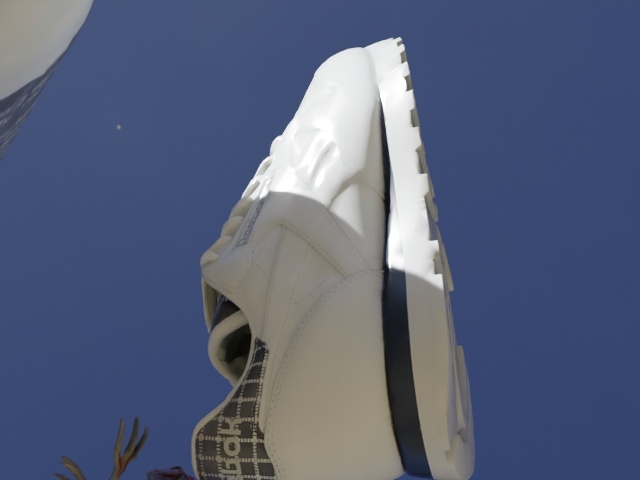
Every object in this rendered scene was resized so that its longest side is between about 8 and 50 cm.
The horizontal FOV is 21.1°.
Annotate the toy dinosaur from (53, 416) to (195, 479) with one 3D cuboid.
[{"bbox_3d":[-0.082,0.106,0.614,0.082,0.047,0.090,5,-92,-25],"label":"toy dinosaur"}]

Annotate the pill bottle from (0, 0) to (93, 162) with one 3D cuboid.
[{"bbox_3d":[-0.203,-0.101,0.676,0.204,0.361,0.204,12,-119,-22],"label":"pill bottle"}]

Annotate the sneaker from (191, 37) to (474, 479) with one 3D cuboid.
[{"bbox_3d":[0.000,0.000,0.648,0.094,0.235,0.090,-12,-56,8],"label":"sneaker"}]
